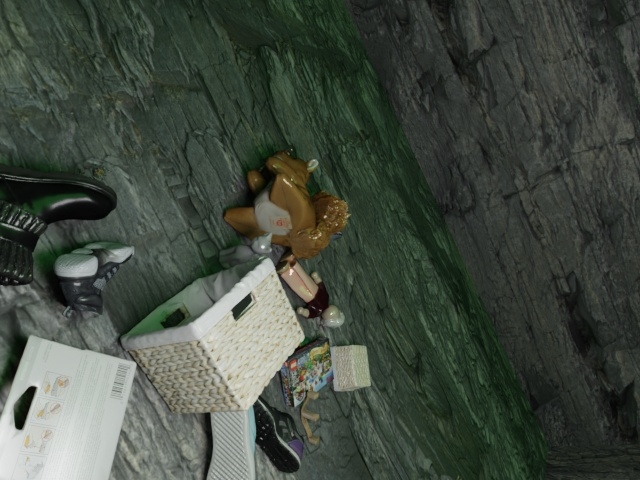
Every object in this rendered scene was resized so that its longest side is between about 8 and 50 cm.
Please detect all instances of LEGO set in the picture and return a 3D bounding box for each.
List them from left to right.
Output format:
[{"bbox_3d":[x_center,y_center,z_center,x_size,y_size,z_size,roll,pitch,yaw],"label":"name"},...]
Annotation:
[{"bbox_3d":[-0.617,-0.183,1.337,0.083,0.023,0.054,7,65,-35],"label":"LEGO set"}]

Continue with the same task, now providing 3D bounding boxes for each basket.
[{"bbox_3d":[-0.269,0.254,1.303,0.267,0.331,0.328,62,38,-13],"label":"basket"},{"bbox_3d":[0.114,0.478,1.849,0.113,0.103,0.168,16,60,-47],"label":"basket"}]

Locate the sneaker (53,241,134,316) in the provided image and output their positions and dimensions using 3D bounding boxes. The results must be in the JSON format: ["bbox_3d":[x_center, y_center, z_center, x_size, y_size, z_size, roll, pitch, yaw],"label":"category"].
[{"bbox_3d":[-0.558,0.095,1.214,0.268,0.101,0.153,-51,149,-75],"label":"sneaker"}]

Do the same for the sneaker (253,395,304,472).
[{"bbox_3d":[-0.145,0.570,1.513,0.284,0.107,0.124,62,23,-15],"label":"sneaker"}]

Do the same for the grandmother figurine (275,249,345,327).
[{"bbox_3d":[-0.031,0.202,1.809,0.342,0.104,0.208,49,50,-20],"label":"grandmother figurine"}]

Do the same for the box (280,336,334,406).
[{"bbox_3d":[-0.043,0.447,1.688,0.233,0.044,0.159,-17,103,-53],"label":"box"}]

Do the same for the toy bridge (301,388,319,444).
[{"bbox_3d":[-0.035,0.584,1.635,0.026,0.063,0.189,-17,109,-52],"label":"toy bridge"}]

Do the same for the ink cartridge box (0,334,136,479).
[{"bbox_3d":[-0.570,0.388,1.082,0.261,0.066,0.297,31,50,-39],"label":"ink cartridge box"}]

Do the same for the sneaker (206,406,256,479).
[{"bbox_3d":[-0.229,0.587,1.362,0.150,0.135,0.367,34,59,-78],"label":"sneaker"}]

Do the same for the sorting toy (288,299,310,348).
[{"bbox_3d":[-0.133,0.288,1.672,0.132,0.046,0.275,-47,118,-50],"label":"sorting toy"}]

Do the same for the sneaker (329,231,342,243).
[{"bbox_3d":[0.000,0.000,1.977,0.223,0.083,0.098,3,91,-46],"label":"sneaker"}]

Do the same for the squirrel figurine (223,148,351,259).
[{"bbox_3d":[-0.092,-0.142,1.777,0.397,0.281,0.371,40,31,-19],"label":"squirrel figurine"}]

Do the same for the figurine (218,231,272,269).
[{"bbox_3d":[-0.226,0.088,1.528,0.092,0.209,0.215,26,54,-42],"label":"figurine"}]

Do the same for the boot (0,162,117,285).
[{"bbox_3d":[-0.646,-0.023,1.124,0.347,0.131,0.261,6,61,-38],"label":"boot"}]
